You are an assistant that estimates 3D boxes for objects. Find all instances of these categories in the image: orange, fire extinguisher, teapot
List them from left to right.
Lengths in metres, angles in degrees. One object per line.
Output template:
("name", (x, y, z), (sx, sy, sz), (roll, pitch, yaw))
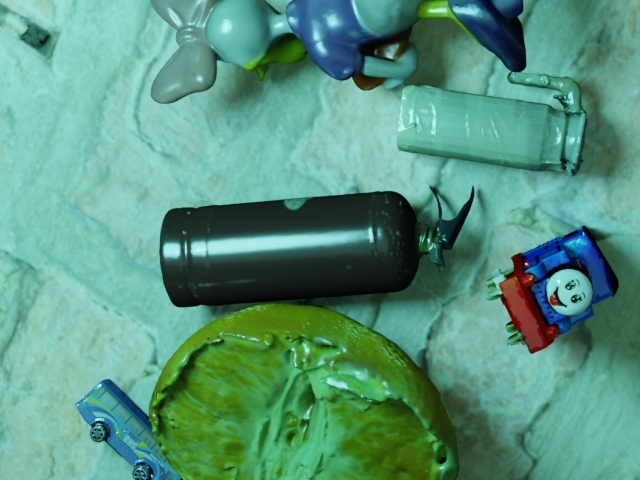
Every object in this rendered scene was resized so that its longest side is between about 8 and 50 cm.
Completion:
("orange", (-0.007, 0.189, 1.809), (0.334, 0.196, 0.262), (19, 139, 13))
("fire extinguisher", (0.000, 0.000, 1.844), (0.337, 0.114, 0.135), (-3, 53, 12))
("teapot", (0.189, -0.134, 1.804), (0.200, 0.077, 0.107), (10, 87, 11))

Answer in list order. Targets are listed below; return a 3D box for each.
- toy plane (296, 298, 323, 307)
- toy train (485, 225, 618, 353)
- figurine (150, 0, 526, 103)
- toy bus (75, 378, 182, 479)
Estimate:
("toy plane", (-0.017, 0.092, 1.895), (0.083, 0.033, 0.080), (9, 118, 22))
("toy train", (0.242, 0.049, 1.753), (0.131, 0.204, 0.083), (-24, 93, 9))
("figurine", (0.019, -0.235, 1.750), (0.421, 0.193, 0.154), (-12, 71, 30))
("toy bus", (-0.216, 0.229, 1.947), (0.153, 0.051, 0.061), (43, 98, 3))
